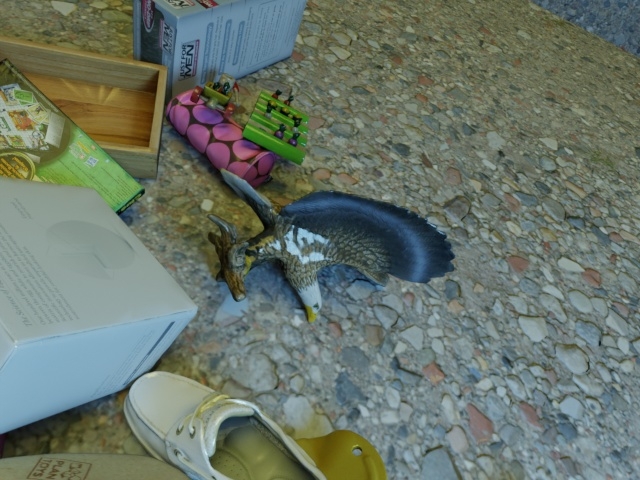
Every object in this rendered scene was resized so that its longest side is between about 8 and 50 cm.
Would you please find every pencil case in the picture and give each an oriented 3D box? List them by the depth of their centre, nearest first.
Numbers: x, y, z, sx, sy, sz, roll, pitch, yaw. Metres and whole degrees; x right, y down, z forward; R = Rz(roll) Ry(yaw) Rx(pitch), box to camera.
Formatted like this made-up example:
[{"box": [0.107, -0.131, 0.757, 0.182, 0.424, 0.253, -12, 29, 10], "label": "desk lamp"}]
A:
[{"box": [-0.170, -0.179, 0.822, 0.209, 0.095, 0.098, 42, 81, 14], "label": "pencil case"}]

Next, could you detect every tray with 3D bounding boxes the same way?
[{"box": [-0.462, -0.216, 0.738, 0.411, 0.076, 0.203, 6, 58, -18], "label": "tray"}]

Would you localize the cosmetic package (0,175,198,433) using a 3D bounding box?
[{"box": [-0.296, 0.052, 0.486, 0.224, 0.138, 0.225, 44, 13, 17], "label": "cosmetic package"}]

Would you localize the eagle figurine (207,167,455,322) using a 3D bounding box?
[{"box": [0.000, 0.009, 0.676, 0.298, 0.225, 0.226, -14, 48, -17], "label": "eagle figurine"}]

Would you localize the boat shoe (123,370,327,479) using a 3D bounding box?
[{"box": [-0.100, 0.203, 0.496, 0.277, 0.096, 0.098, 22, 44, 22], "label": "boat shoe"}]

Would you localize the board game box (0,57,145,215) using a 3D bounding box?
[{"box": [-0.389, -0.116, 0.654, 0.260, 0.030, 0.136, 45, 66, -4], "label": "board game box"}]

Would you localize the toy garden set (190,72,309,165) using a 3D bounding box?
[{"box": [-0.109, -0.245, 0.848, 0.204, 0.049, 0.244, 26, 28, -15], "label": "toy garden set"}]

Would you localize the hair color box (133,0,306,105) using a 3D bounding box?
[{"box": [-0.189, -0.430, 0.952, 0.113, 0.185, 0.374, 38, 49, 11], "label": "hair color box"}]

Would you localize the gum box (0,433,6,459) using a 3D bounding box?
[{"box": [-0.414, 0.172, 0.457, 0.188, 0.062, 0.107, 2, 52, -20], "label": "gum box"}]

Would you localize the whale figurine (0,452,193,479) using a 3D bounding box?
[{"box": [-0.224, 0.259, 0.387, 0.272, 0.216, 0.141, 20, 85, -15], "label": "whale figurine"}]

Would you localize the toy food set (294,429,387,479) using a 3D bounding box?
[{"box": [-0.011, 0.311, 0.505, 0.128, 0.071, 0.218, 17, 41, 26], "label": "toy food set"}]
